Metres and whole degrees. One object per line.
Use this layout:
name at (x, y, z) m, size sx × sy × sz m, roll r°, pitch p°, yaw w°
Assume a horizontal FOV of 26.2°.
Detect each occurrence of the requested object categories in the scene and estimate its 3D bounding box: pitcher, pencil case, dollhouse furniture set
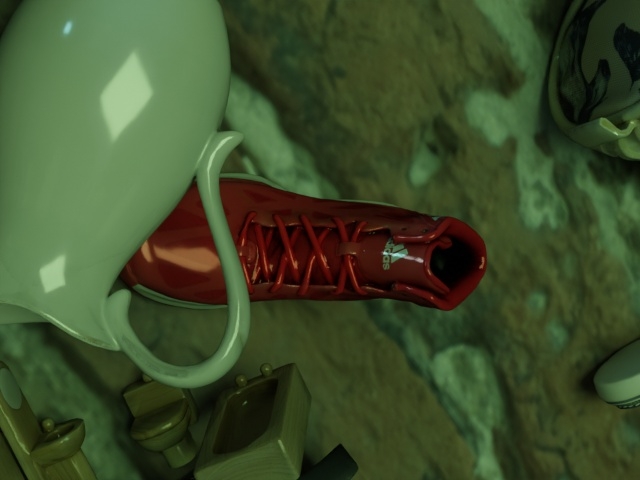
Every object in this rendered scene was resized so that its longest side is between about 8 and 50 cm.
pitcher at (-0.101, -0.036, 0.730) m, size 0.177 × 0.125 × 0.207 m, roll 18°, pitch 82°, yaw 5°
pencil case at (0.347, -0.084, 0.987) m, size 0.410 × 0.160 × 0.183 m, roll 18°, pitch 66°, yaw -29°
dollhouse furniture set at (-0.102, 0.084, 0.734) m, size 0.151 × 0.144 × 0.123 m, roll -23°, pitch 103°, yaw 9°

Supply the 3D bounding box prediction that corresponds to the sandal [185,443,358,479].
sandal at (-0.085, 0.166, 0.776) m, size 0.254 × 0.097 × 0.054 m, roll -21°, pitch 75°, yaw -29°

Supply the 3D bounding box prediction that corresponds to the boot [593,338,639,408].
boot at (0.282, 0.100, 0.998) m, size 0.190 × 0.069 × 0.086 m, roll -24°, pitch 98°, yaw -30°

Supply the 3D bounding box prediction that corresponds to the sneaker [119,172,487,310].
sneaker at (0.000, 0.000, 0.802) m, size 0.221 × 0.128 × 0.087 m, roll -3°, pitch 91°, yaw -30°
